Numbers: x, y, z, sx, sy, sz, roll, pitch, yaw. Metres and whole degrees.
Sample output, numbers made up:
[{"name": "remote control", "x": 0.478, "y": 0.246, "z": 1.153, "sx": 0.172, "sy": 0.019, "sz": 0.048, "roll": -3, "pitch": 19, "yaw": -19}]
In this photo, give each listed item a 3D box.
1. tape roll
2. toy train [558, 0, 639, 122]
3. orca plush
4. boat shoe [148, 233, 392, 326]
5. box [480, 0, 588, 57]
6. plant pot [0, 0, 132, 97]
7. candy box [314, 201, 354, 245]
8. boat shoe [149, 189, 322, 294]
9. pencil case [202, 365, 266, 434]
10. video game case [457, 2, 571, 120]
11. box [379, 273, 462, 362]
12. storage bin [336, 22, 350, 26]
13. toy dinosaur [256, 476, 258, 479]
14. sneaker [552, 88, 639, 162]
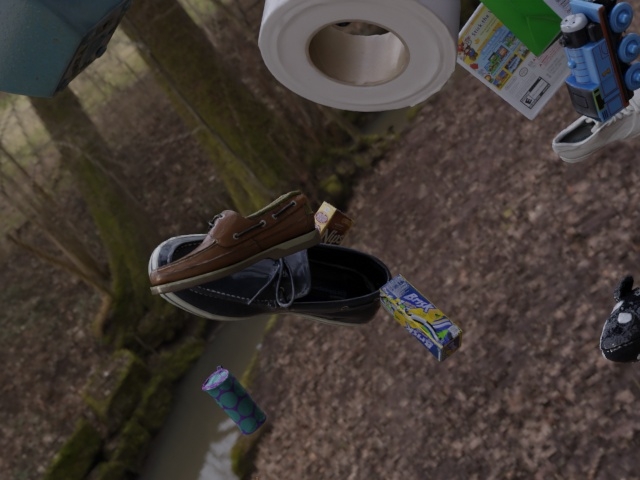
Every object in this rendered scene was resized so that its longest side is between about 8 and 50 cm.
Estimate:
[{"name": "tape roll", "x": 0.058, "y": -0.303, "z": 1.257, "sx": 0.286, "sy": 0.286, "sz": 0.100, "roll": -21, "pitch": 52, "yaw": 43}, {"name": "toy train", "x": 0.398, "y": -0.263, "z": 1.251, "sx": 0.105, "sy": 0.184, "sz": 0.080, "roll": -36, "pitch": 34, "yaw": -10}, {"name": "orca plush", "x": 0.550, "y": 0.117, "z": 1.341, "sx": 0.287, "sy": 0.151, "sz": 0.102, "roll": -2, "pitch": -12, "yaw": -35}, {"name": "boat shoe", "x": -0.083, "y": 0.064, "z": 1.709, "sx": 0.156, "sy": 0.500, "sz": 0.187, "roll": -47, "pitch": 40, "yaw": 50}, {"name": "box", "x": 0.359, "y": -0.482, "z": 1.432, "sx": 0.231, "sy": 0.262, "sz": 0.127, "roll": -43, "pitch": -5, "yaw": -17}, {"name": "plant pot", "x": -0.411, "y": -0.350, "z": 1.218, "sx": 0.247, "sy": 0.252, "sz": 0.248, "roll": -43, "pitch": 13, "yaw": 44}, {"name": "candy box", "x": 0.000, "y": 0.000, "z": 2.317, "sx": 0.053, "sy": 0.109, "sz": 0.186, "roll": 33, "pitch": 91, "yaw": 34}, {"name": "boat shoe", "x": -0.150, "y": 0.002, "z": 1.458, "sx": 0.307, "sy": 0.104, "sz": 0.111, "roll": -21, "pitch": 5, "yaw": -27}, {"name": "pencil case", "x": -0.178, "y": 0.334, "z": 1.817, "sx": 0.070, "sy": 0.151, "sz": 0.064, "roll": -12, "pitch": 33, "yaw": 43}, {"name": "video game case", "x": 0.370, "y": -0.364, "z": 1.567, "sx": 0.227, "sy": 0.206, "sz": 0.026, "roll": -54, "pitch": -7, "yaw": 31}, {"name": "box", "x": 0.183, "y": 0.142, "z": 1.612, "sx": 0.054, "sy": 0.059, "sz": 0.169, "roll": -35, "pitch": 58, "yaw": -18}, {"name": "storage bin", "x": 0.046, "y": -0.537, "z": 1.755, "sx": 0.180, "sy": 0.122, "sz": 0.084, "roll": -60, "pitch": 3, "yaw": 36}, {"name": "toy dinosaur", "x": -0.125, "y": 0.501, "z": 1.443, "sx": 0.112, "sy": 0.064, "sz": 0.211, "roll": -16, "pitch": 65, "yaw": 43}, {"name": "sneaker", "x": 0.489, "y": -0.203, "z": 1.477, "sx": 0.212, "sy": 0.080, "sz": 0.094, "roll": -35, "pitch": -23, "yaw": 21}]
